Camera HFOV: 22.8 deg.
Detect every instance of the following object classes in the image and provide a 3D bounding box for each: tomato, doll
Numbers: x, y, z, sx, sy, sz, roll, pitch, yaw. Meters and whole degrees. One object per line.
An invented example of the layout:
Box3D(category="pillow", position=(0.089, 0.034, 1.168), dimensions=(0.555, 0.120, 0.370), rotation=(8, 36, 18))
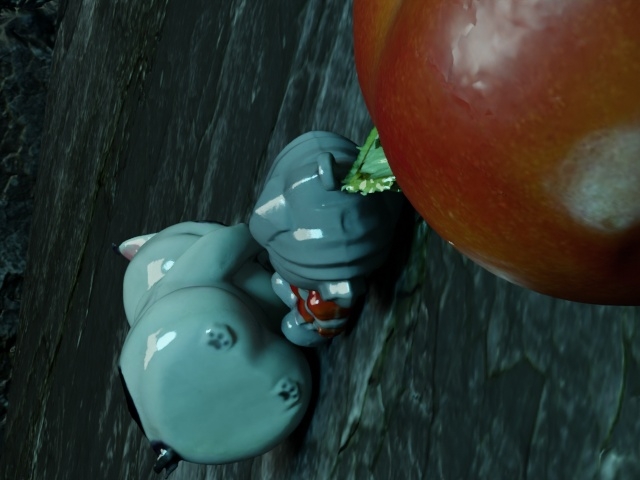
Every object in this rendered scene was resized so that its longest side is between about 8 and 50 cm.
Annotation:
Box3D(category="tomato", position=(0.087, -0.076, 0.426), dimensions=(0.195, 0.136, 0.195), rotation=(-168, 90, -76))
Box3D(category="doll", position=(0.000, 0.000, 0.814), dimensions=(0.180, 0.079, 0.094), rotation=(103, 155, -63))
Box3D(category="doll", position=(-0.066, 0.052, 0.936), dimensions=(0.107, 0.110, 0.181), rotation=(-41, 25, 19))

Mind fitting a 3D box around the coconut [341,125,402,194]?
Box3D(category="coconut", position=(0.059, -0.100, 0.687), dimensions=(0.133, 0.055, 0.158), rotation=(-84, 16, -47))
